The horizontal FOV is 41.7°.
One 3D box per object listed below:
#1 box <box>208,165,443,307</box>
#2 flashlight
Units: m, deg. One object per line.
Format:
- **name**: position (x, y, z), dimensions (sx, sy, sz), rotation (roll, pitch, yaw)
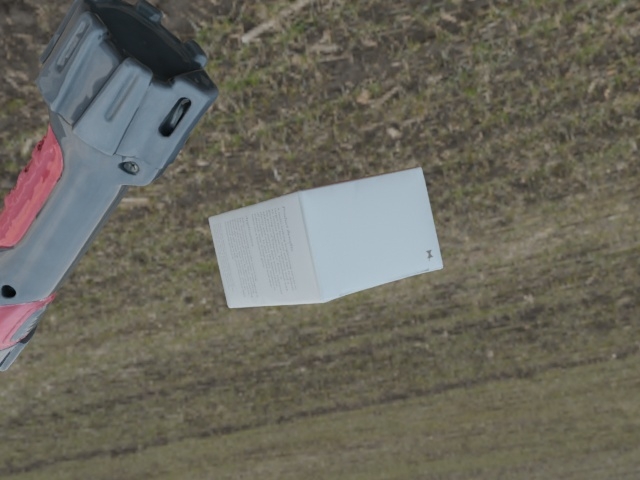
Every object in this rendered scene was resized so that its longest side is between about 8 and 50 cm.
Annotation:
- **box**: position (0.000, 0.000, 0.746), dimensions (0.130, 0.091, 0.170), rotation (-13, -179, -33)
- **flashlight**: position (-0.190, -0.026, 0.549), dimensions (0.103, 0.103, 0.304), rotation (14, 130, -37)
